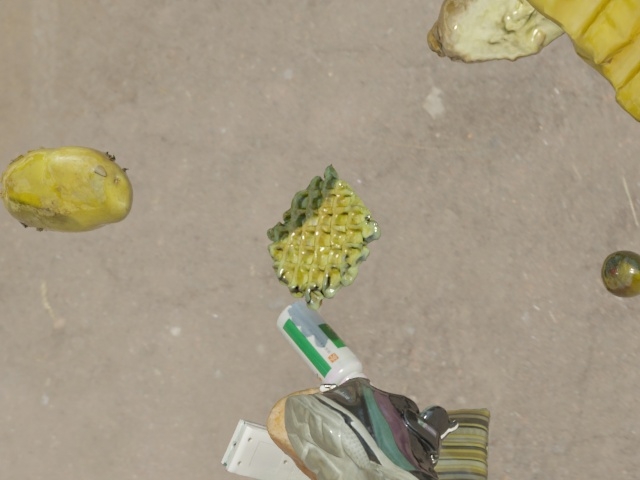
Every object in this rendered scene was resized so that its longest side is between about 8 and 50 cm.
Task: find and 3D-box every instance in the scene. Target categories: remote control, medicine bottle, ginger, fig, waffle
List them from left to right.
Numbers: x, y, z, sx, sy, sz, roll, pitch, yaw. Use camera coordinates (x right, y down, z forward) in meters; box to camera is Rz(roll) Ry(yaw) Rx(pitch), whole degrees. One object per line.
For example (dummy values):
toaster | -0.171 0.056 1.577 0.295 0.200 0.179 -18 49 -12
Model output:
remote control | -0.067 0.456 1.978 0.055 0.277 0.103 25 92 59
waffle | 0.001 0.001 1.611 0.204 0.054 0.223 -46 48 13
medicine bottle | 0.012 0.242 2.010 0.095 0.095 0.260 -47 58 9
ginger | 0.205 -0.284 1.054 0.221 0.130 0.276 -50 13 1
fig | 0.473 0.053 1.451 0.074 0.088 0.074 -19 64 45

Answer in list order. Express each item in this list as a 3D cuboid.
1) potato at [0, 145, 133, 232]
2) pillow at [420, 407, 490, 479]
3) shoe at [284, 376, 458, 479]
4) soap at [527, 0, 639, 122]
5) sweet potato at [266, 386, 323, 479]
potato | -0.458 -0.090 1.711 0.300 0.173 0.140 -4 52 36
pillow | 0.214 0.396 1.787 0.208 0.052 0.212 -3 36 13
shoe | 0.059 0.149 0.670 0.169 0.099 0.071 36 138 29
soap | 0.279 -0.206 0.540 0.204 0.096 0.324 54 138 17
sweet potato | 0.050 0.260 1.063 0.097 0.251 0.097 -46 12 13
